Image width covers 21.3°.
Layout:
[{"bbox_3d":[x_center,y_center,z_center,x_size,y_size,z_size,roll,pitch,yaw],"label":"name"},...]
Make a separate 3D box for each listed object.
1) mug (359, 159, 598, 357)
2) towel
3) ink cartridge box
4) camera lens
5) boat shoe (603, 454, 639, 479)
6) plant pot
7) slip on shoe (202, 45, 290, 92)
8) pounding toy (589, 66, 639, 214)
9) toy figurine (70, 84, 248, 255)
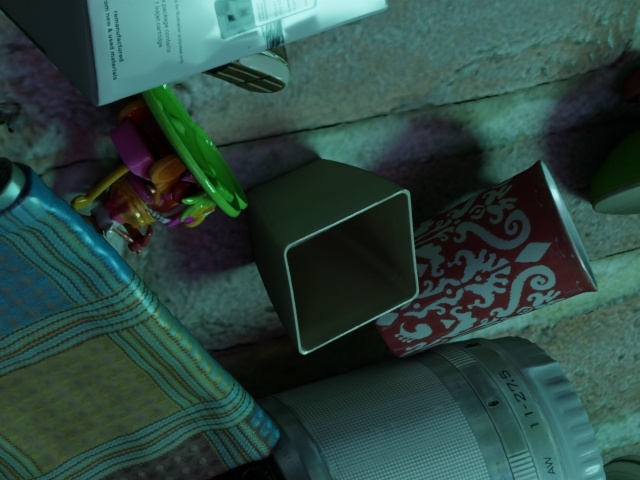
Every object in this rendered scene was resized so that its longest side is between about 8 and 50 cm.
[{"bbox_3d":[0.127,0.025,1.379,0.169,0.113,0.150,-24,164,10],"label":"mug"},{"bbox_3d":[-0.220,0.105,1.176,0.271,0.040,0.370,-25,138,12],"label":"towel"},{"bbox_3d":[-0.082,-0.179,1.060,0.208,0.153,0.087,-21,130,-25],"label":"ink cartridge box"},{"bbox_3d":[0.065,0.208,1.392,0.274,0.219,0.219,-15,129,-21],"label":"camera lens"},{"bbox_3d":[0.374,0.358,1.788,0.156,0.187,0.500,-38,141,-16],"label":"boat shoe"},{"bbox_3d":[0.000,0.000,1.293,0.109,0.096,0.109,-26,134,-20],"label":"plant pot"},{"bbox_3d":[-0.076,-0.141,1.175,0.135,0.051,0.041,16,70,-35],"label":"slip on shoe"},{"bbox_3d":[0.340,-0.099,1.462,0.237,0.110,0.183,-11,171,13],"label":"pounding toy"},{"bbox_3d":[-0.149,-0.025,1.176,0.159,0.130,0.173,-33,161,5],"label":"toy figurine"}]
